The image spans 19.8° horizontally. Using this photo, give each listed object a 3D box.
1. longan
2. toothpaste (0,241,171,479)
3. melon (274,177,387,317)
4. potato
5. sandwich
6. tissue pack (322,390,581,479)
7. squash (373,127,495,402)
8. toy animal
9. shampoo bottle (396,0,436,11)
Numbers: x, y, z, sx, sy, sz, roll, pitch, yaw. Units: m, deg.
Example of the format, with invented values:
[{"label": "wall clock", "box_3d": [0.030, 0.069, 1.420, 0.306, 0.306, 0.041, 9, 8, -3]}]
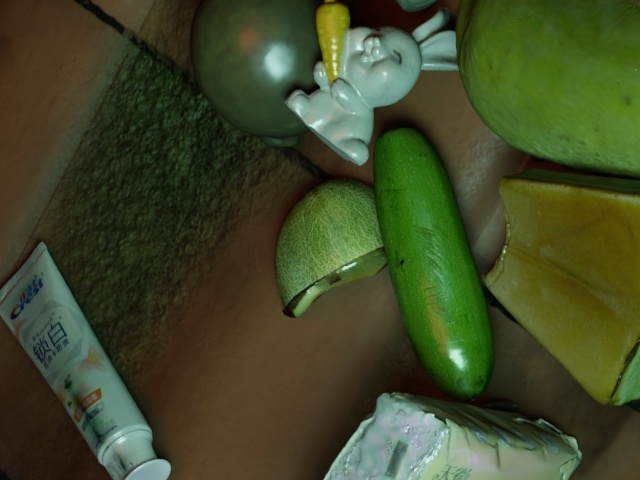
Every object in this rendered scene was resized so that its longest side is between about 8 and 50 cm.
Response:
[{"label": "longan", "box_3d": [-0.051, -0.183, 1.852, 0.159, 0.204, 0.185, -14, 36, -9]}, {"label": "toothpaste", "box_3d": [-0.264, 0.142, 2.000, 0.100, 0.066, 0.323, -49, 55, 17]}, {"label": "melon", "box_3d": [0.000, 0.000, 1.832, 0.160, 0.079, 0.128, -35, 67, 25]}, {"label": "potato", "box_3d": [0.227, -0.199, 1.633, 0.280, 0.212, 0.330, -2, 80, 33]}, {"label": "sandwich", "box_3d": [0.240, -0.001, 1.622, 0.212, 0.063, 0.245, 47, 136, 29]}, {"label": "tissue pack", "box_3d": [0.093, 0.235, 1.630, 0.123, 0.256, 0.215, 38, 103, 35]}, {"label": "squash", "box_3d": [0.104, 0.015, 1.747, 0.082, 0.082, 0.293, -27, 63, 28]}, {"label": "toy animal", "box_3d": [0.055, -0.171, 1.768, 0.131, 0.127, 0.182, 42, 91, 21]}, {"label": "shampoo bottle", "box_3d": [0.058, -0.325, 1.855, 0.065, 0.065, 0.204, -43, 62, 21]}]
